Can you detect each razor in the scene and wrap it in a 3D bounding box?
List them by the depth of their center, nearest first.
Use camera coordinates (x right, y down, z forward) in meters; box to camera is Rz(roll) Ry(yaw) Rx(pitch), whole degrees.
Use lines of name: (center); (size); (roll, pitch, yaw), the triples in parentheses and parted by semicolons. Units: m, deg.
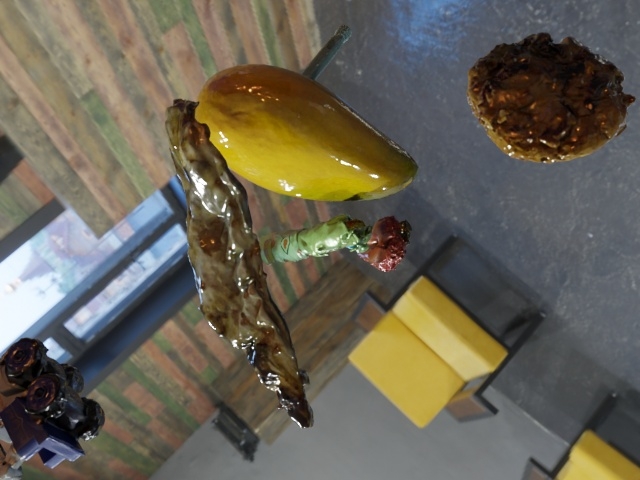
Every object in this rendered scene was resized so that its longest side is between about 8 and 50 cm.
razor: (-0.015, -0.270, 1.058); (0.068, 0.232, 0.106); (13, 145, 33)

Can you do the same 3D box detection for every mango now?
mango: (-0.029, -0.129, 0.837); (0.316, 0.119, 0.176); (21, 143, -4)

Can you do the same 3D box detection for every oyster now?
oyster: (-0.085, 0.023, 0.636); (0.128, 0.078, 0.345); (-30, 80, 65)

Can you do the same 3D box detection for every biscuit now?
biscuit: (0.443, -0.295, 1.284); (0.334, 0.289, 0.081); (59, 176, 36)

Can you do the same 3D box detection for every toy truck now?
toy truck: (-0.492, 0.291, 1.117); (0.213, 0.177, 0.161); (41, 166, 35)

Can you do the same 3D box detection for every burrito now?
burrito: (0.000, 0.000, 0.956); (0.288, 0.104, 0.054); (-12, 88, 62)

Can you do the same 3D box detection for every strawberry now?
strawberry: (0.108, 0.006, 1.178); (0.048, 0.104, 0.152); (13, 163, -31)
